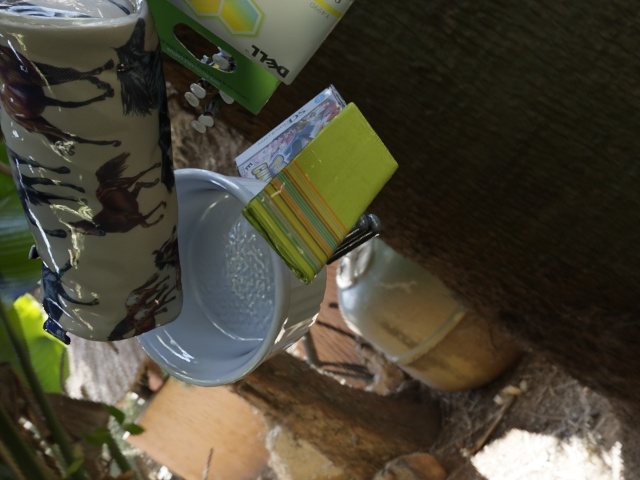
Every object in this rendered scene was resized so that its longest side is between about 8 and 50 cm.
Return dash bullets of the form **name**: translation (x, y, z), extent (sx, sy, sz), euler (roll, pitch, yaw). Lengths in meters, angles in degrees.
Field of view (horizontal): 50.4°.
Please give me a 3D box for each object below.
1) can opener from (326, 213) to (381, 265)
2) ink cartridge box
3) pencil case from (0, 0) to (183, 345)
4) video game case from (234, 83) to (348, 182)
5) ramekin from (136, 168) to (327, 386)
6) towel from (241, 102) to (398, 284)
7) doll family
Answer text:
- **can opener**: translation (0.000, 0.000, 1.401), extent (0.283, 0.076, 0.095), euler (-34, 59, 39)
- **ink cartridge box**: translation (-0.092, -0.227, 0.662), extent (0.255, 0.189, 0.097), euler (-44, 19, 45)
- **pencil case**: translation (-0.246, -0.076, 0.709), extent (0.159, 0.184, 0.410), euler (-79, -5, -51)
- **video game case**: translation (-0.032, -0.148, 1.247), extent (0.248, 0.035, 0.274), euler (-36, 38, 9)
- **ramekin**: translation (-0.125, 0.042, 0.905), extent (0.277, 0.277, 0.135), euler (-49, -20, 28)
- **towel**: translation (0.009, -0.059, 0.739), extent (0.021, 0.102, 0.237), euler (-23, 20, 42)
- **doll family**: translation (-0.126, -0.239, 0.934), extent (0.193, 0.076, 0.111), euler (-32, 21, 45)
